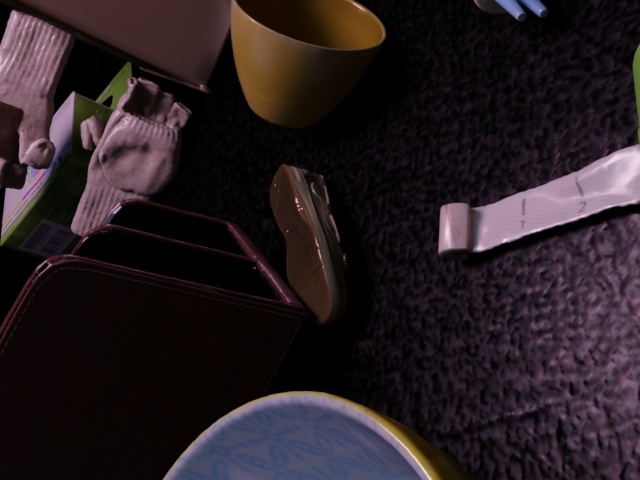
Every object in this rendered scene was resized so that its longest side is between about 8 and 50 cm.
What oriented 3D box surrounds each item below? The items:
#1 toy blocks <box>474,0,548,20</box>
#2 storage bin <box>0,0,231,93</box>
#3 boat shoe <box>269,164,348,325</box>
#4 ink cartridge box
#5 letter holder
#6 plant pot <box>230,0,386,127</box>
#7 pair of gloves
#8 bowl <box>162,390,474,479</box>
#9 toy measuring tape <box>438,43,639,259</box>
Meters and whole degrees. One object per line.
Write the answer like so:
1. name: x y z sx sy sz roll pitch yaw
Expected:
1. toy blocks: 0.146 -0.229 0.580 0.123 0.054 0.148 -48 40 24
2. storage bin: -0.261 -0.296 0.949 0.260 0.262 0.123 29 97 53
3. boat shoe: -0.001 0.001 0.652 0.056 0.048 0.153 -60 37 37
4. ink cartridge box: -0.339 -0.124 1.091 0.189 0.097 0.255 -40 45 31
5. letter holder: -0.186 0.126 0.640 0.152 0.214 0.302 47 116 51
6. plant pot: -0.021 -0.156 0.705 0.134 0.134 0.095 -114 33 -45
7. pair of gloves: -0.280 -0.115 0.910 0.204 0.240 0.042 -57 11 13
8. bowl: 0.021 0.232 0.401 0.289 0.156 0.289 -27 52 41
9. toy measuring tape: 0.164 -0.058 0.417 0.330 0.121 0.121 -20 57 45
